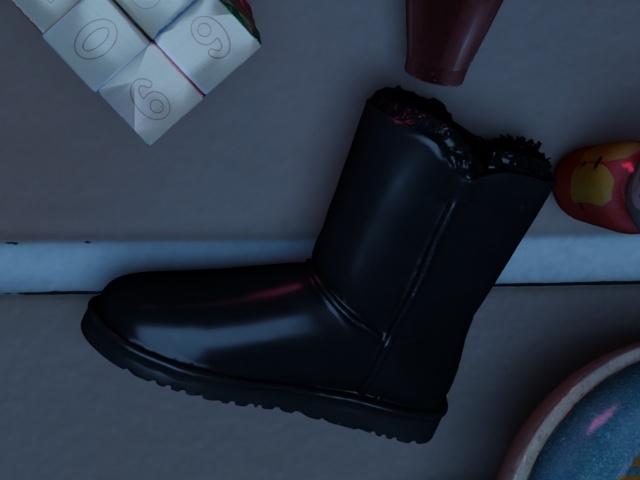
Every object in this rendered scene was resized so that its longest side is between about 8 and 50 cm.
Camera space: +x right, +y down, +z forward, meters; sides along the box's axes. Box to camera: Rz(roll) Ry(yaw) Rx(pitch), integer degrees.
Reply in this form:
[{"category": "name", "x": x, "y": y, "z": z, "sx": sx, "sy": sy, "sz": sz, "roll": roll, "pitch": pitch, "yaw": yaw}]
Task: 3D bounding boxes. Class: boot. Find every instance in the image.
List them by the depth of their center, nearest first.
[{"category": "boot", "x": 0.000, "y": 0.000, "z": 1.140, "sx": 0.246, "sy": 0.094, "sz": 0.207, "roll": 15, "pitch": 109, "yaw": -15}]

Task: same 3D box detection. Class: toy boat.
[{"category": "toy boat", "x": 0.215, "y": 0.091, "z": 1.135, "sx": 0.267, "sy": 0.148, "sz": 0.318, "roll": -17, "pitch": 101, "yaw": -22}]

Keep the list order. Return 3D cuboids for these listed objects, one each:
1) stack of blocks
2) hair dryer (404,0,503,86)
[{"category": "stack of blocks", "x": -0.162, "y": -0.194, "z": 1.031, "sx": 0.087, "sy": 0.171, "sz": 0.297, "roll": -40, "pitch": 106, "yaw": 9}, {"category": "hair dryer", "x": 0.030, "y": -0.227, "z": 1.100, "sx": 0.223, "sy": 0.080, "sz": 0.294, "roll": -22, "pitch": 102, "yaw": 20}]
